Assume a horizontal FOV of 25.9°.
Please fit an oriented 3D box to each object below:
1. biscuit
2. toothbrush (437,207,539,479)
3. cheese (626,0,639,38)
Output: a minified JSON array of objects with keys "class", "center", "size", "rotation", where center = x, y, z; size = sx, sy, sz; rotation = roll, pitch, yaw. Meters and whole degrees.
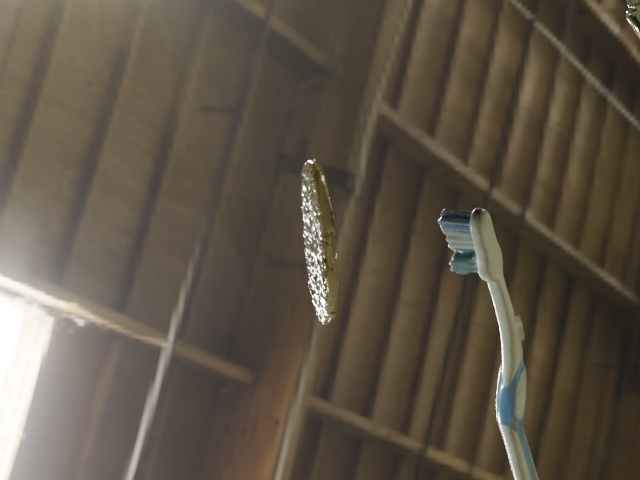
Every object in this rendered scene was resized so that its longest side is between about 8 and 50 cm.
[{"class":"biscuit","center":[0.000,0.000,1.238],"size":[0.020,0.152,0.152],"rotation":[-5,-78,-7]},{"class":"toothbrush","center":[0.152,0.126,1.079],"size":[0.040,0.040,0.386],"rotation":[-51,-43,-35]},{"class":"cheese","center":[0.355,-0.162,1.326],"size":[0.235,0.050,0.127],"rotation":[50,-163,-23]}]
